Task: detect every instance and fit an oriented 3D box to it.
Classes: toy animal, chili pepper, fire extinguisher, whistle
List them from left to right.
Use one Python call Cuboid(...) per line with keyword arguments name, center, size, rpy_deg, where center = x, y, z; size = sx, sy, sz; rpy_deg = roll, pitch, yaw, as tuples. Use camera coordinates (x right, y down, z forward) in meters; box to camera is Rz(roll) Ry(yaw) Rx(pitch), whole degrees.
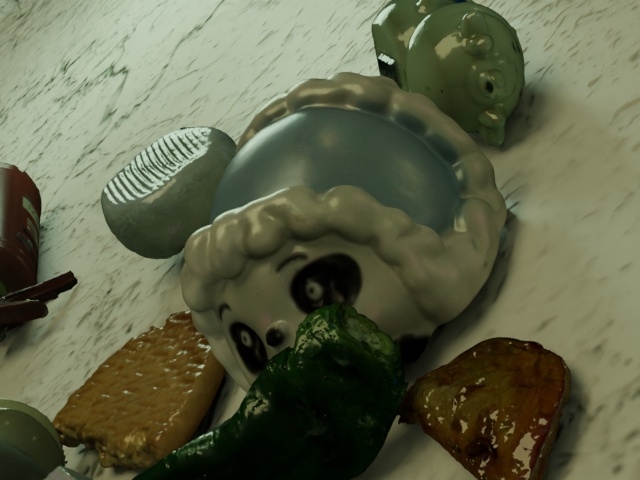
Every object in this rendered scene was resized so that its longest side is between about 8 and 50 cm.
Cuboid(name="fire extinguisher", center=(-0.328, 0.016, 1.817), size=(0.147, 0.106, 0.337), rpy_deg=(-20, 25, 0))
Cuboid(name="chili pepper", center=(-0.033, 0.132, 1.057), size=(0.224, 0.098, 0.061), rpy_deg=(-47, 18, 25))
Cuboid(name="toy animal", center=(0.000, 0.000, 1.144), size=(0.208, 0.156, 0.204), rpy_deg=(-34, 22, 40))
Cuboid(name="whistle", center=(0.091, -0.136, 1.284), size=(0.092, 0.110, 0.244), rpy_deg=(-17, 18, -11))

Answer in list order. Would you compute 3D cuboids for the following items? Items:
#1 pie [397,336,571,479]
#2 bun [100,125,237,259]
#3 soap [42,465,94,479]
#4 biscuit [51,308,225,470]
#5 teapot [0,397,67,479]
Cuboid(name="pie", center=(0.094, 0.089, 0.980), size=(0.088, 0.033, 0.191), rpy_deg=(-45, 21, -4))
Cuboid(name="bun", center=(-0.125, -0.039, 1.545), size=(0.141, 0.083, 0.141), rpy_deg=(-29, 26, 16))
Cuboid(name="soap", center=(-0.179, 0.272, 1.007), size=(0.347, 0.115, 0.208), rpy_deg=(-46, 22, 25))
Cuboid(name="biscuit", center=(-0.131, 0.115, 1.352), size=(0.144, 0.033, 0.224), rpy_deg=(-54, 23, -22))
Cuboid(name="teapot", center=(-0.255, 0.205, 1.267), size=(0.183, 0.183, 0.251), rpy_deg=(-44, 12, 9))
